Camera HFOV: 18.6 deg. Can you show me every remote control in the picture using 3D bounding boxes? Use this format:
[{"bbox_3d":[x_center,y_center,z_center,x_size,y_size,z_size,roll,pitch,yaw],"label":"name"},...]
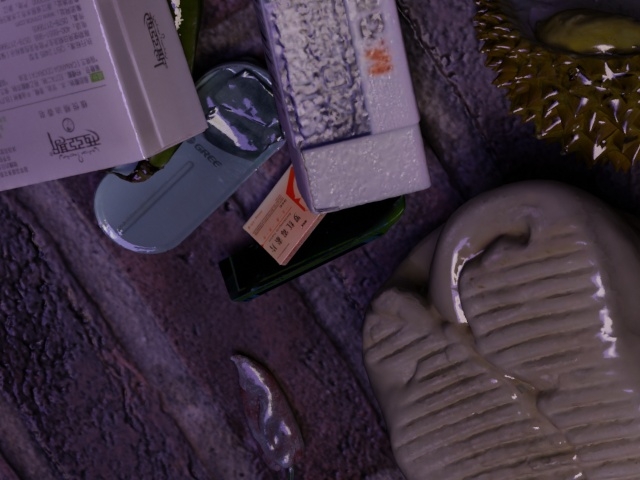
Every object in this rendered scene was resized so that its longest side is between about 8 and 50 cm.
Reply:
[{"bbox_3d":[-0.123,-0.082,1.895,0.104,0.052,0.247,43,116,-13],"label":"remote control"}]

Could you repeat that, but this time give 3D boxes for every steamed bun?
[{"bbox_3d":[0.233,0.130,1.822,0.342,0.255,0.367,-26,81,40],"label":"steamed bun"}]

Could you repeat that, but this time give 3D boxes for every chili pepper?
[{"bbox_3d":[-0.053,0.183,2.025,0.050,0.041,0.153,-22,95,0],"label":"chili pepper"}]

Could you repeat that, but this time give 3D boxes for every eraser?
[{"bbox_3d":[0.013,-0.176,1.782,0.130,0.086,0.287,-14,115,-5],"label":"eraser"}]

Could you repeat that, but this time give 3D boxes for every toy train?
[{"bbox_3d":[0.000,0.000,1.916,0.209,0.042,0.044,-26,75,22],"label":"toy train"}]

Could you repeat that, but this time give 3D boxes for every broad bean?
[{"bbox_3d":[-0.156,-0.198,1.815,0.098,0.056,0.318,17,110,19],"label":"broad bean"}]

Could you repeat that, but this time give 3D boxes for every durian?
[{"bbox_3d":[0.288,-0.156,1.740,0.306,0.166,0.172,-7,145,21],"label":"durian"}]

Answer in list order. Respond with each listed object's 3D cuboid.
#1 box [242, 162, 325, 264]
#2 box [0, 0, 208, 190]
[{"bbox_3d":[-0.028,-0.029,1.899,0.058,0.015,0.093,45,106,23],"label":"box"},{"bbox_3d":[-0.257,-0.156,1.796,0.260,0.111,0.194,-9,103,33],"label":"box"}]
